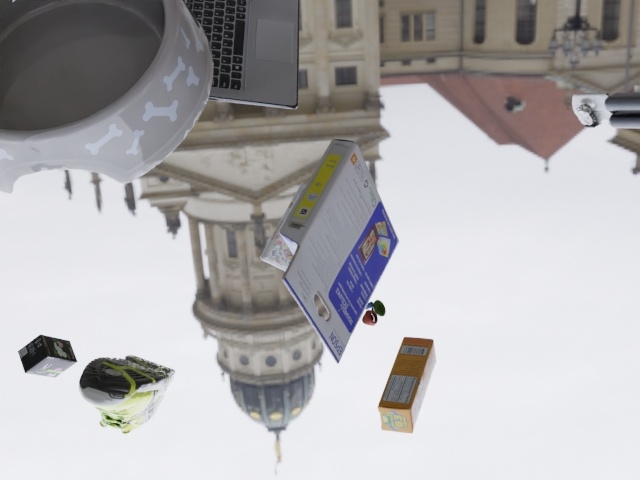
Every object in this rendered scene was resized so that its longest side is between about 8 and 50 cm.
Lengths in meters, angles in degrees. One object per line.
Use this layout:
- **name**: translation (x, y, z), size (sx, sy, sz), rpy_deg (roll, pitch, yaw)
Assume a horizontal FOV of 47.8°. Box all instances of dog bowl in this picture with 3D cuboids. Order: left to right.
- **dog bowl**: translation (-0.311, -0.223, 0.872), size (0.348, 0.349, 0.102), rpy_deg (-2, 156, 2)

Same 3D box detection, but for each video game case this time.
- **video game case**: translation (0.000, 0.000, 1.727), size (0.227, 0.206, 0.026), rpy_deg (27, -175, -26)

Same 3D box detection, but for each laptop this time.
- **laptop**: translation (-0.225, -0.495, 1.409), size (0.408, 0.236, 0.382), rpy_deg (5, -120, -9)

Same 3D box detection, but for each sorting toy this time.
- **sorting toy**: translation (0.144, 0.207, 2.067), size (0.042, 0.061, 0.102), rpy_deg (-27, -172, 36)

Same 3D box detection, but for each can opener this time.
- **can opener**: translation (0.618, -0.271, 1.457), size (0.093, 0.074, 0.280), rpy_deg (-30, -160, -12)

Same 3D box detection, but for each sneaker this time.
- **sneaker**: translation (-0.381, 0.317, 1.440), size (0.145, 0.147, 0.385), rpy_deg (18, 172, 6)

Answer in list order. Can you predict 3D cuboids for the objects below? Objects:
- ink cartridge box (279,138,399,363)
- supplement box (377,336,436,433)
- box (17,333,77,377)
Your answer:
- **ink cartridge box**: translation (0.029, 0.025, 1.359), size (0.072, 0.303, 0.307), rpy_deg (14, -120, 32)
- **supplement box**: translation (0.194, 0.315, 1.596), size (0.080, 0.078, 0.233), rpy_deg (4, -146, 24)
- **box**: translation (-0.521, 0.222, 1.381), size (0.062, 0.052, 0.083), rpy_deg (-35, 154, 10)
